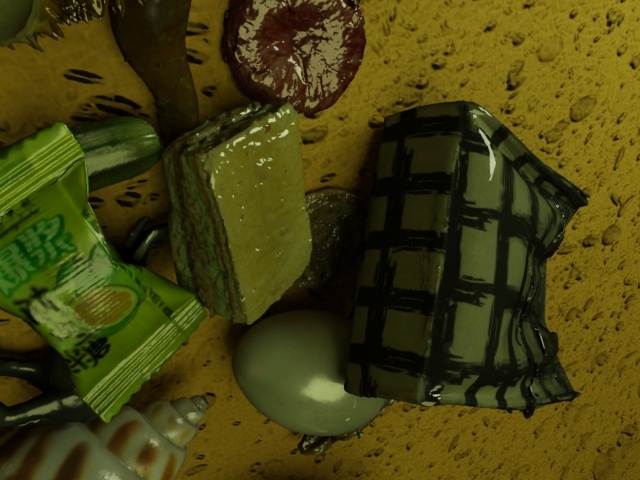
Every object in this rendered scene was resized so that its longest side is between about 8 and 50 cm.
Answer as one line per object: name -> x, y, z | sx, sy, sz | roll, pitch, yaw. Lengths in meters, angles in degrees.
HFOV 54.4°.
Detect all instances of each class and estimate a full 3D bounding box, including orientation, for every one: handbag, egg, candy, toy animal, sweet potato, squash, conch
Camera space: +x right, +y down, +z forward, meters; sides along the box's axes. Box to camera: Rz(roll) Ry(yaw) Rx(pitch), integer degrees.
handbag -> 0.196, 0.043, 0.754 | 0.327, 0.162, 0.325 | 18, 78, -42
egg -> -0.010, 0.160, 0.764 | 0.209, 0.151, 0.151 | 17, 108, -31
candy -> -0.203, 0.037, 0.530 | 0.149, 0.069, 0.246 | -40, 126, -11
toy animal -> -0.237, 0.072, 0.619 | 0.137, 0.082, 0.270 | 25, 96, -42
sweet potato -> -0.118, -0.221, 0.515 | 0.108, 0.079, 0.346 | -7, 125, -43
squash -> -0.253, -0.053, 0.543 | 0.228, 0.066, 0.066 | -23, 128, -19
conch -> -0.243, 0.262, 0.670 | 0.275, 0.148, 0.183 | -47, 123, -41

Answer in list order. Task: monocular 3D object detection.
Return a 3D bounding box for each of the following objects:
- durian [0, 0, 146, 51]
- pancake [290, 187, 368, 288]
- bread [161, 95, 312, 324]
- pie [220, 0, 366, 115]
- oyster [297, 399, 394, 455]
durian -> -0.234, -0.207, 0.405 | 0.252, 0.139, 0.144 | 36, 90, -8
pancake -> 0.000, 0.000, 0.757 | 0.139, 0.022, 0.140 | -16, 124, -24
bread -> -0.080, -0.032, 0.611 | 0.138, 0.102, 0.196 | -45, 140, -44
pie -> -0.024, -0.193, 0.614 | 0.153, 0.038, 0.154 | -14, 123, -22
oyster -> 0.075, 0.169, 0.882 | 0.128, 0.078, 0.345 | 32, 101, -19
